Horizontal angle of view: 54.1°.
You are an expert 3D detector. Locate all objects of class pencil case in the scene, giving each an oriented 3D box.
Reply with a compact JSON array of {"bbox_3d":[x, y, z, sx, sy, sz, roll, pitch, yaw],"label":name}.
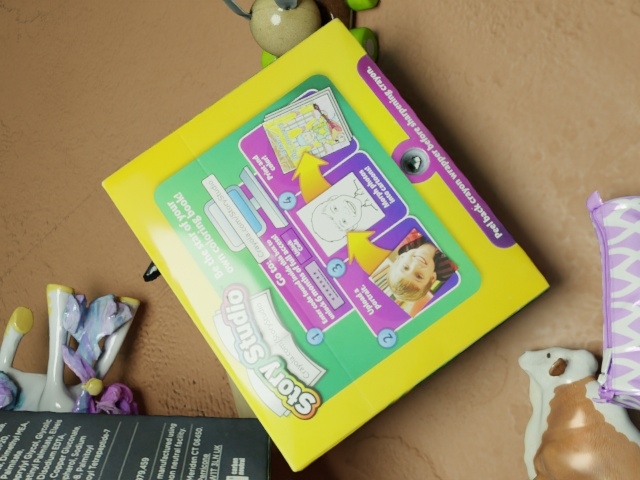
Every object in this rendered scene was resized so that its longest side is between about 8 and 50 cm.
[{"bbox_3d":[0.294,0.058,0.582,0.088,0.086,0.206,7,68,3],"label":"pencil case"}]

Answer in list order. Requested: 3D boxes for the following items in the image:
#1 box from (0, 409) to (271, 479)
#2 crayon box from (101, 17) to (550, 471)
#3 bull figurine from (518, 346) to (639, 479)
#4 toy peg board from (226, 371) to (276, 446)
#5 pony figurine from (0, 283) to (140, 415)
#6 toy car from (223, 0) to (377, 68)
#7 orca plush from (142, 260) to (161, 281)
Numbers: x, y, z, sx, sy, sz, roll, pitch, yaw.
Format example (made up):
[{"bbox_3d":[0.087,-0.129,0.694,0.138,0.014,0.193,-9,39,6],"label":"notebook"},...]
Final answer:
[{"bbox_3d":[-0.294,0.444,0.619,0.472,0.297,0.480,3,112,-7],"label":"box"},{"bbox_3d":[0.000,0.000,0.682,0.313,0.106,0.363,-36,80,0],"label":"crayon box"},{"bbox_3d":[0.276,0.255,0.610,0.310,0.101,0.188,50,116,25],"label":"bull figurine"},{"bbox_3d":[-0.031,0.171,0.826,0.161,0.079,0.161,-21,78,13],"label":"toy peg board"},{"bbox_3d":[-0.388,0.255,0.943,0.351,0.303,0.363,-2,72,39],"label":"pony figurine"},{"bbox_3d":[-0.038,-0.283,0.768,0.155,0.188,0.149,1,89,31],"label":"toy car"},{"bbox_3d":[-0.139,0.068,0.854,0.287,0.151,0.102,1,102,34],"label":"orca plush"}]
